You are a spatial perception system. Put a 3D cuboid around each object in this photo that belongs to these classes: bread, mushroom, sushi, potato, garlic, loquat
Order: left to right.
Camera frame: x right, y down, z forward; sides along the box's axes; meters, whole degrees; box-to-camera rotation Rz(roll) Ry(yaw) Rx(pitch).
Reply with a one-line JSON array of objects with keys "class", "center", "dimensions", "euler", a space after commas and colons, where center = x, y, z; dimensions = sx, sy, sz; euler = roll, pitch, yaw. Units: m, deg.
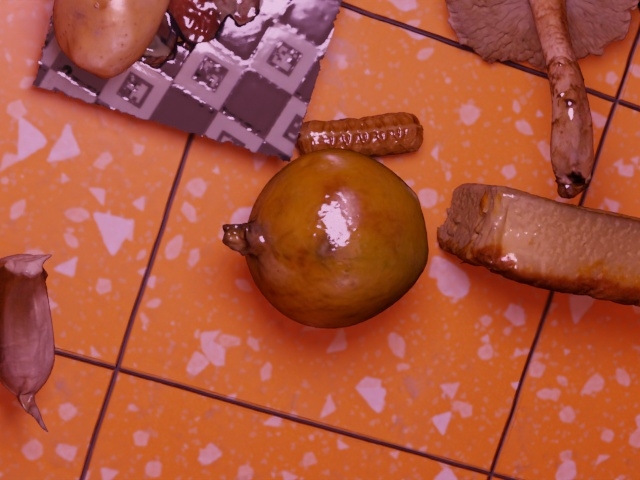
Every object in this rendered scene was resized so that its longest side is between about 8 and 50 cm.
[{"class": "garlic", "center": [-0.343, 0.112, 1.886], "dimensions": [0.090, 0.128, 0.198], "euler": [-2, 95, -28]}, {"class": "potato", "center": [-0.229, -0.270, 1.823], "dimensions": [0.118, 0.109, 0.178], "euler": [23, 91, 22]}, {"class": "sushi", "center": [-0.134, -0.297, 1.920], "dimensions": [0.320, 0.069, 0.339], "euler": [16, 96, -8]}, {"class": "loquat", "center": [0.000, 0.000, 1.907], "dimensions": [0.246, 0.213, 0.213], "euler": [1, 97, -29]}, {"class": "bread", "center": [0.048, -0.125, 1.987], "dimensions": [0.157, 0.044, 0.052], "euler": [-6, 92, -13]}, {"class": "bread", "center": [0.299, 0.008, 1.990], "dimensions": [0.275, 0.185, 0.114], "euler": [14, 90, -15]}, {"class": "mushroom", "center": [0.298, -0.240, 1.914], "dimensions": [0.208, 0.233, 0.301], "euler": [-23, 59, -24]}]

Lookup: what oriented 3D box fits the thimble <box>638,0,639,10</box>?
[{"class": "thimble", "center": [0.446, -0.314, 2.040], "dimensions": [0.104, 0.066, 0.095], "euler": [-4, 100, -12]}]
